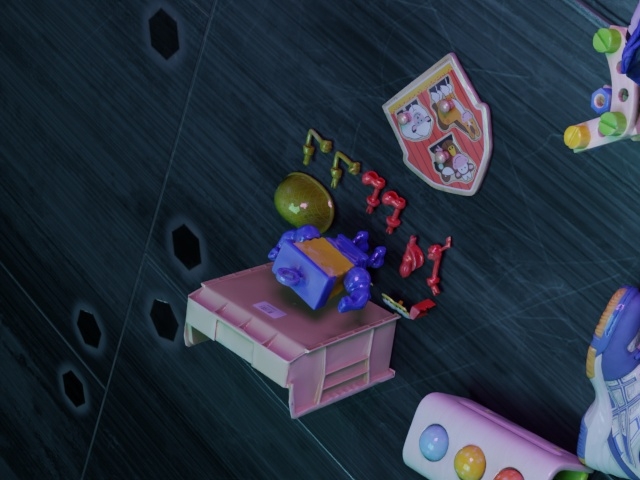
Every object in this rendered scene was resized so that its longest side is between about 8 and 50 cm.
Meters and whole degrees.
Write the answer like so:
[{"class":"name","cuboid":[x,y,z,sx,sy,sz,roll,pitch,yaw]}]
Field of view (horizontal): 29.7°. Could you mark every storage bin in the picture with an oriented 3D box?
[{"class":"storage bin","cuboid":[-0.049,0.154,1.996,0.262,0.260,0.123,29,122,37]}]

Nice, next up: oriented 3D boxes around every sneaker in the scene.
[{"class":"sneaker","cuboid":[0.432,0.197,1.623,0.131,0.112,0.296,19,129,32]}]

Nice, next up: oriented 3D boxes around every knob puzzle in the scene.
[{"class":"knob puzzle","cuboid":[0.180,-0.153,1.794,0.213,0.030,0.213,21,120,40]}]

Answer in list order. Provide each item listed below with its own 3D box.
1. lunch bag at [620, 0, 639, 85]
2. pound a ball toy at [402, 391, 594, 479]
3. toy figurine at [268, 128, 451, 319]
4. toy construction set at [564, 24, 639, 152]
[{"class":"lunch bag","cuboid":[0.475,-0.300,1.147,0.239,0.328,0.385,32,170,-22]},{"class":"pound a ball toy","cuboid":[0.253,0.378,1.772,0.319,0.135,0.208,26,99,49]},{"class":"toy figurine","cuboid":[0.000,0.000,1.909,0.362,0.217,0.191,43,133,26]},{"class":"toy construction set","cuboid":[0.447,-0.176,1.403,0.327,0.151,0.215,18,107,37]}]
